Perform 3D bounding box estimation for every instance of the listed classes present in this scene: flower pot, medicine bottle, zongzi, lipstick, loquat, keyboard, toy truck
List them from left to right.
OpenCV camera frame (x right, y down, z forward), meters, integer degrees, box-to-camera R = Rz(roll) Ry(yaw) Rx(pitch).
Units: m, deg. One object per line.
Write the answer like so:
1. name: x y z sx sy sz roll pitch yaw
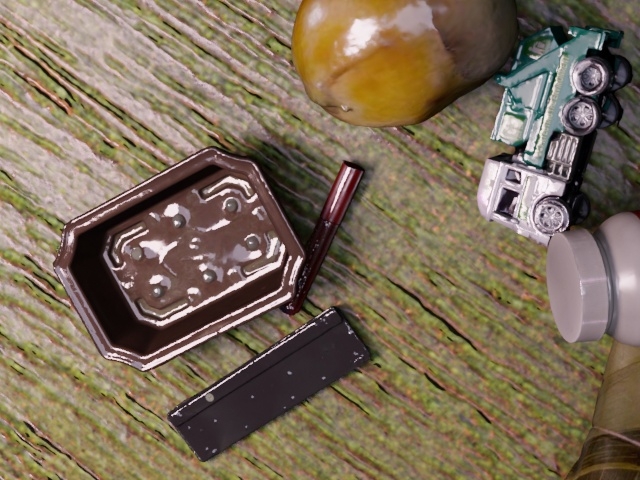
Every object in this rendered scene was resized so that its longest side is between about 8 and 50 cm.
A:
1. flower pot: -0.138 0.014 1.654 0.251 0.084 0.178 -27 96 16
2. keyboard: -0.056 0.154 1.700 0.231 0.023 0.072 -34 101 15
3. lipstick: 0.000 0.000 1.655 0.027 0.027 0.176 25 106 5
4. loquat: 0.080 -0.200 1.517 0.227 0.179 0.179 -25 96 29
5. toy truck: 0.221 -0.110 1.554 0.116 0.110 0.216 20 105 19
6. medicine bottle: 0.350 0.031 1.507 0.250 0.131 0.131 -7 101 -9
7. zongzi: 0.410 0.193 1.574 0.289 0.154 0.317 15 84 -5
